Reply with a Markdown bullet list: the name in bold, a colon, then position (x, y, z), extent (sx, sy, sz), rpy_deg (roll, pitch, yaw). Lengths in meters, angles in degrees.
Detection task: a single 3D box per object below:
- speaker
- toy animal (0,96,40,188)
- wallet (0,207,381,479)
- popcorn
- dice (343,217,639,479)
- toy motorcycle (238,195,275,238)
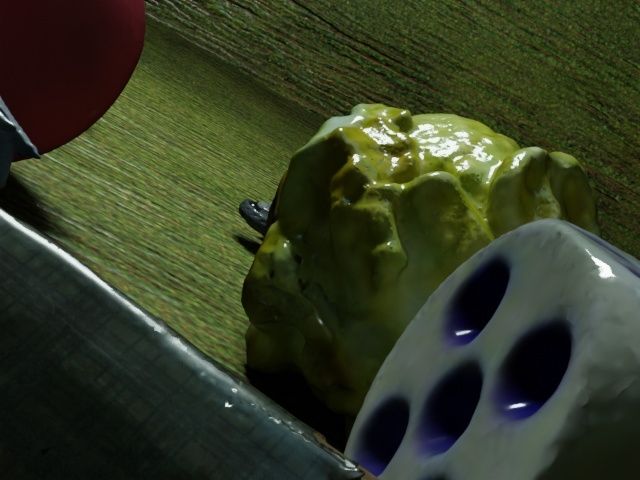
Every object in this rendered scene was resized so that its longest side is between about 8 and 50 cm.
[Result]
- **speaker**: position (-0.281, -0.199, 0.887), extent (0.294, 0.294, 0.294), rpy_deg (31, 11, -7)
- **toy animal**: position (-0.251, -0.025, 0.637), extent (0.255, 0.176, 0.239), rpy_deg (53, -2, 16)
- **wallet**: position (-0.136, 0.073, 0.426), extent (0.317, 0.169, 0.044), rpy_deg (34, -31, 13)
- **popcorn**: position (0.090, 0.045, 0.898), extent (0.312, 0.312, 0.312), rpy_deg (31, 11, -7)
- **dice**: position (0.171, 0.149, 0.651), extent (0.259, 0.251, 0.243), rpy_deg (29, 12, -19)
- **toy motorcycle**: position (0.000, 0.000, 1.309), extent (0.152, 0.073, 0.225), rpy_deg (38, 14, 20)
